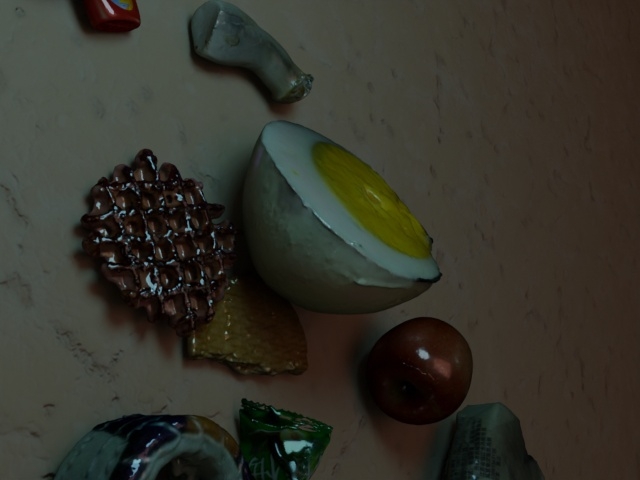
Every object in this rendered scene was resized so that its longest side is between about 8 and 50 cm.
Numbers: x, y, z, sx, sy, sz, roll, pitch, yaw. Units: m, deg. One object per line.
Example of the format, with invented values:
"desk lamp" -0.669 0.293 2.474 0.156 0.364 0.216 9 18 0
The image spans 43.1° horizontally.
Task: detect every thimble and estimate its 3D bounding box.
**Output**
"thimble" -0.198 0.316 0.939 0.237 0.150 0.237 11 75 -47

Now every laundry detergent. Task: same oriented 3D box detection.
"laundry detergent" -0.287 -0.361 1.067 0.097 0.049 0.165 -19 95 -66

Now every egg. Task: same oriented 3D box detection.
"egg" 0.000 0.000 1.190 0.337 0.201 0.337 34 21 -15

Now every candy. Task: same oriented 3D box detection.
"candy" -0.066 0.333 1.113 0.078 0.141 0.203 75 29 -61

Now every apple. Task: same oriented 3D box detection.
"apple" 0.168 0.216 1.367 0.181 0.181 0.168 62 35 -19

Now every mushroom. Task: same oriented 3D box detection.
"mushroom" -0.100 -0.285 1.246 0.223 0.081 0.092 29 42 -45

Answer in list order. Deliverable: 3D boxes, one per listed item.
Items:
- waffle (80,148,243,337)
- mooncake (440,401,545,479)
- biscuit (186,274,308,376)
"waffle" -0.206 0.000 1.066 0.234 0.055 0.221 43 49 -29
"mooncake" 0.308 0.459 1.502 0.250 0.136 0.254 58 39 -25
"biscuit" -0.105 0.123 1.178 0.224 0.033 0.144 15 66 -46
